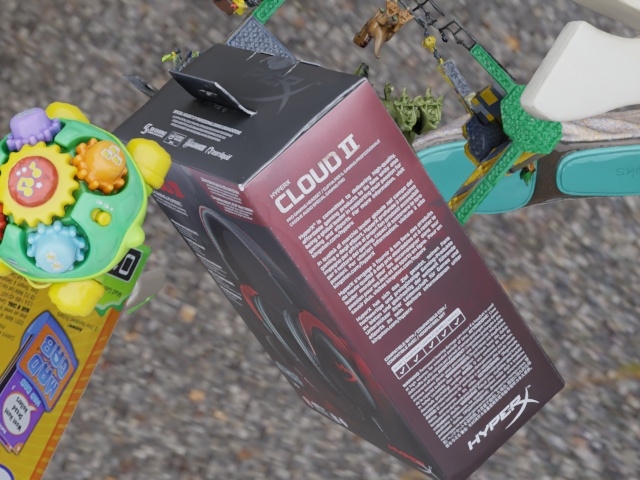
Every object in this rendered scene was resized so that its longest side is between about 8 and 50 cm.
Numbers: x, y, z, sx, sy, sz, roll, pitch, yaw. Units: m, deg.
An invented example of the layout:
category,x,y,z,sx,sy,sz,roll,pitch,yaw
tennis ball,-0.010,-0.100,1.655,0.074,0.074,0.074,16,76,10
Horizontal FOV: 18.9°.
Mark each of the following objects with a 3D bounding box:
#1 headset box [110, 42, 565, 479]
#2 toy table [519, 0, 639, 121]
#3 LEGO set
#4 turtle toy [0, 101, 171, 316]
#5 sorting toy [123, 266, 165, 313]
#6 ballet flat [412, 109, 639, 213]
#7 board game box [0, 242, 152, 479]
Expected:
category,x,y,z,sx,sy,sz,roll,pitch,yaw
headset box,0.000,0.000,1.265,0.110,0.293,0.218,-42,27,-14
toy table,0.260,-0.152,1.321,0.252,0.161,0.274,-61,19,-18
LEGO set,0.015,-0.102,1.608,0.192,0.331,0.255,-30,25,58
turtle toy,-0.141,-0.027,0.932,0.130,0.066,0.095,25,83,19
sorting toy,-0.251,0.083,1.918,0.196,0.347,0.047,-35,90,4
ballet flat,0.219,-0.090,1.987,0.316,0.107,0.106,1,35,-12
board game box,-0.429,0.057,1.500,0.356,0.356,0.356,26,90,42
